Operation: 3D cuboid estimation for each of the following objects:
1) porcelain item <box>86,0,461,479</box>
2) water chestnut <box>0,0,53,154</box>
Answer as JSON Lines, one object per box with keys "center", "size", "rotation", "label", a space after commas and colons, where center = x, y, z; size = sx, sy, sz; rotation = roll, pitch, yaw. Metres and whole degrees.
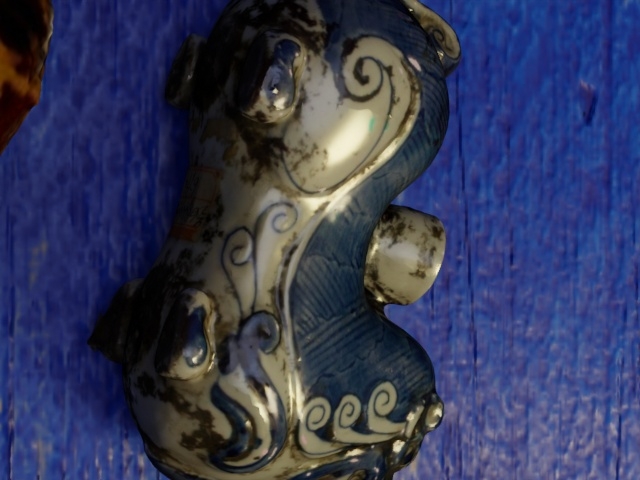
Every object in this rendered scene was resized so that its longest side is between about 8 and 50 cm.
{"center": [0.000, 0.000, 0.799], "size": [0.186, 0.138, 0.288], "rotation": [17, 86, -26], "label": "porcelain item"}
{"center": [-0.265, -0.109, 0.649], "size": [0.300, 0.300, 0.300], "rotation": [0, 89, -17], "label": "water chestnut"}
